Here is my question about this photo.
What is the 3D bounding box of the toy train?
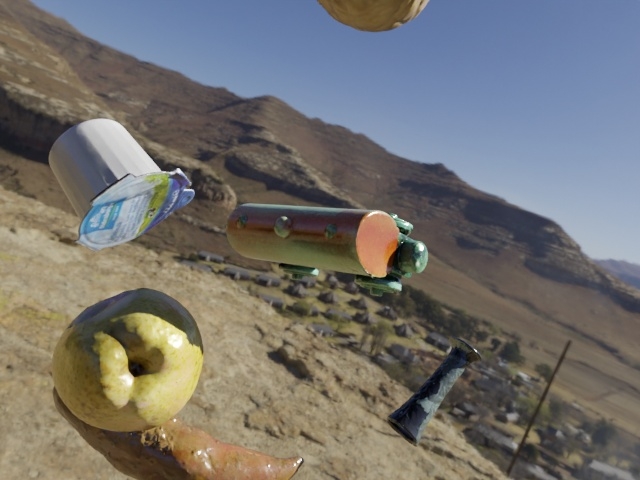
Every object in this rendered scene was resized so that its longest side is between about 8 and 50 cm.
[{"bbox_3d":[0.000,0.000,0.722,0.285,0.116,0.177,8,-9,41],"label":"toy train"}]

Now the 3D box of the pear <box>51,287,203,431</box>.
[{"bbox_3d":[-0.220,0.137,0.601,0.177,0.178,0.178,19,7,-2],"label":"pear"}]

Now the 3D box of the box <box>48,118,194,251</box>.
[{"bbox_3d":[-0.448,-0.147,1.156,0.206,0.262,0.291,51,41,11],"label":"box"}]

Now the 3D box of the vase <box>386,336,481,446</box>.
[{"bbox_3d":[0.172,0.223,0.777,0.059,0.167,0.059,39,-19,17],"label":"vase"}]

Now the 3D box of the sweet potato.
[{"bbox_3d":[-0.200,0.281,0.683,0.354,0.106,0.095,21,-38,-2],"label":"sweet potato"}]

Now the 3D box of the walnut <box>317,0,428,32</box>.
[{"bbox_3d":[0.107,-0.520,0.915,0.313,0.277,0.252,49,-12,48],"label":"walnut"}]
